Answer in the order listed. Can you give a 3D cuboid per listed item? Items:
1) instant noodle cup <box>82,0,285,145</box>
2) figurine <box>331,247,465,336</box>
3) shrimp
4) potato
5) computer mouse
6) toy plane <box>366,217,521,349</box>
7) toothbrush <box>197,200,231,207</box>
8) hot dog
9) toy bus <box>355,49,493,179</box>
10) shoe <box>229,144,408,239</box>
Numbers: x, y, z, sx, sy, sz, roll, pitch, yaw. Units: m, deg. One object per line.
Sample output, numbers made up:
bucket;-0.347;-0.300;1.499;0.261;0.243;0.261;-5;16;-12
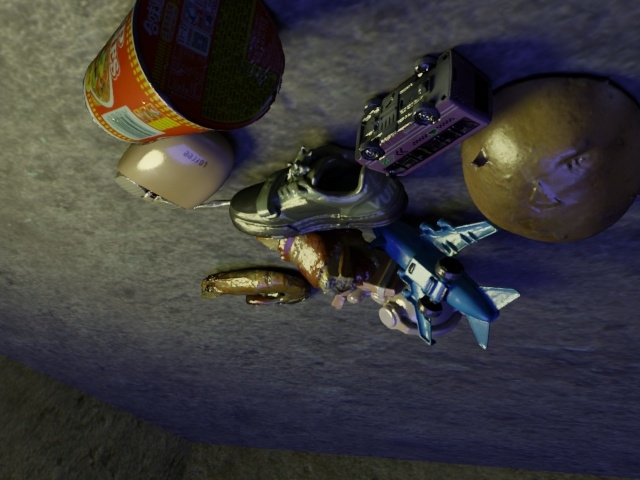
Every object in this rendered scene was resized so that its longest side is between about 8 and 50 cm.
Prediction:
instant noodle cup;-0.180;-0.199;0.807;0.193;0.193;0.212;33;154;-32
figurine;0.148;0.100;1.208;0.237;0.162;0.141;18;134;11
shrimp;-0.136;0.107;1.455;0.253;0.058;0.173;-8;154;30
potato;0.295;-0.077;0.882;0.239;0.115;0.299;9;150;18
computer mouse;-0.234;-0.112;1.067;0.145;0.081;0.237;30;146;-30
toy plane;0.178;0.047;1.067;0.271;0.105;0.254;36;128;21
toothbrush;-0.184;-0.065;1.203;0.132;0.011;0.013;-3;169;26
hot dog;0.000;0.000;1.106;0.213;0.146;0.103;35;127;14
toy bus;0.125;-0.148;0.843;0.098;0.086;0.178;22;149;-28
shoe;-0.025;-0.087;1.005;0.293;0.109;0.149;-3;144;22
